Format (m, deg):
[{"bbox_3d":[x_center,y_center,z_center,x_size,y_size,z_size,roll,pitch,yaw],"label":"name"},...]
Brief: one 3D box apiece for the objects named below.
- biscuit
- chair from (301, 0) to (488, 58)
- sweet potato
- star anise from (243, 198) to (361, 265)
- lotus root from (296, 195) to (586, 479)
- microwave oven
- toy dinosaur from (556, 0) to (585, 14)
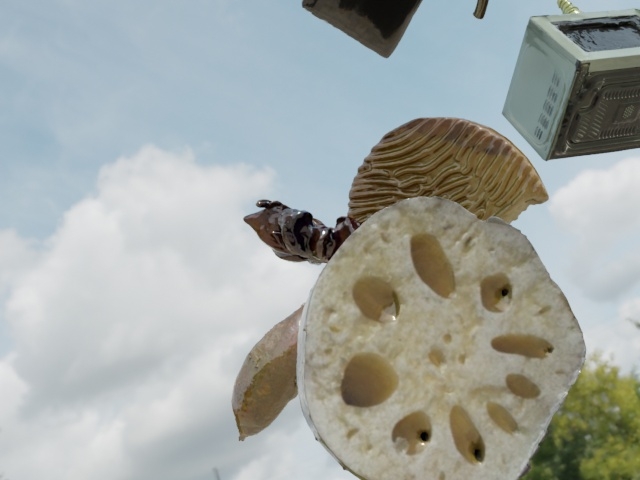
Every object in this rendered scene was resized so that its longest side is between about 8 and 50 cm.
[{"bbox_3d":[0.123,-0.048,0.885,0.228,0.176,0.031,-37,-11,34],"label":"biscuit"},{"bbox_3d":[0.068,-0.340,1.021,0.188,0.272,0.166,19,-72,-42],"label":"chair"},{"bbox_3d":[-0.026,0.103,0.779,0.226,0.068,0.068,-53,-28,1],"label":"sweet potato"},{"bbox_3d":[0.000,0.000,0.873,0.167,0.057,0.168,16,-9,3],"label":"star anise"},{"bbox_3d":[0.042,0.047,0.354,0.122,0.112,0.081,-55,5,-8],"label":"lotus root"},{"bbox_3d":[0.356,-0.192,0.989,0.208,0.122,0.162,-9,-48,-18],"label":"microwave oven"},{"bbox_3d":[0.433,-0.294,1.198,0.153,0.259,0.094,-8,-35,-4],"label":"toy dinosaur"}]
